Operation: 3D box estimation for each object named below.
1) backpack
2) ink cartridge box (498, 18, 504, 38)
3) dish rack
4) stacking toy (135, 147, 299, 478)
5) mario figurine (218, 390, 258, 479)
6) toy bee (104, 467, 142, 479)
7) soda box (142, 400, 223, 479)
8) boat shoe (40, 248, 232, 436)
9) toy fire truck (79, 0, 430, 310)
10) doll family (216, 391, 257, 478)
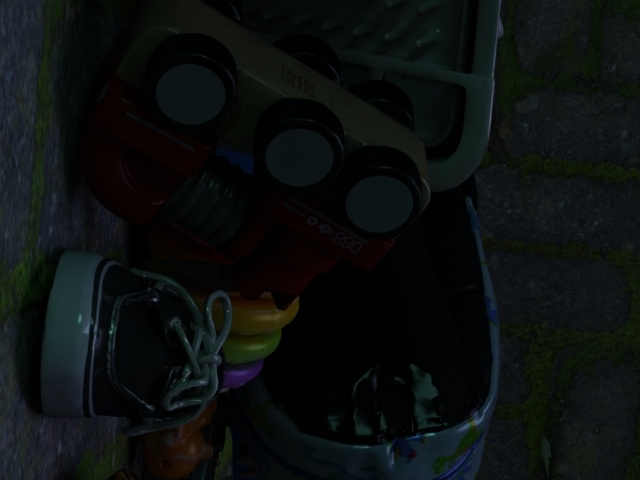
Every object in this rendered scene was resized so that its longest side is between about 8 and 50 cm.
[{"bbox_3d":[0.035,0.101,1.487,0.355,0.290,0.273,-113,-154,-58],"label":"backpack"},{"bbox_3d":[0.014,-0.366,1.452,0.385,0.091,0.308,54,-10,49],"label":"ink cartridge box"},{"bbox_3d":[0.009,-0.217,1.148,0.072,0.286,0.332,-32,131,-55],"label":"dish rack"},{"bbox_3d":[-0.087,0.063,1.333,0.166,0.175,0.301,-77,-177,-71],"label":"stacking toy"},{"bbox_3d":[-0.103,0.327,1.788,0.198,0.170,0.320,12,70,-50],"label":"mario figurine"},{"bbox_3d":[-0.097,0.276,1.203,0.162,0.195,0.298,-135,-151,-67],"label":"toy bee"},{"bbox_3d":[-0.129,0.233,1.455,0.063,0.058,0.183,83,14,-70],"label":"soda box"},{"bbox_3d":[-0.116,0.078,1.104,0.306,0.105,0.113,79,18,-76],"label":"boat shoe"},{"bbox_3d":[-0.075,-0.033,1.109,0.246,0.217,0.158,-50,-158,27],"label":"toy fire truck"},{"bbox_3d":[-0.054,0.190,1.710,0.193,0.076,0.111,32,54,-48],"label":"doll family"}]
